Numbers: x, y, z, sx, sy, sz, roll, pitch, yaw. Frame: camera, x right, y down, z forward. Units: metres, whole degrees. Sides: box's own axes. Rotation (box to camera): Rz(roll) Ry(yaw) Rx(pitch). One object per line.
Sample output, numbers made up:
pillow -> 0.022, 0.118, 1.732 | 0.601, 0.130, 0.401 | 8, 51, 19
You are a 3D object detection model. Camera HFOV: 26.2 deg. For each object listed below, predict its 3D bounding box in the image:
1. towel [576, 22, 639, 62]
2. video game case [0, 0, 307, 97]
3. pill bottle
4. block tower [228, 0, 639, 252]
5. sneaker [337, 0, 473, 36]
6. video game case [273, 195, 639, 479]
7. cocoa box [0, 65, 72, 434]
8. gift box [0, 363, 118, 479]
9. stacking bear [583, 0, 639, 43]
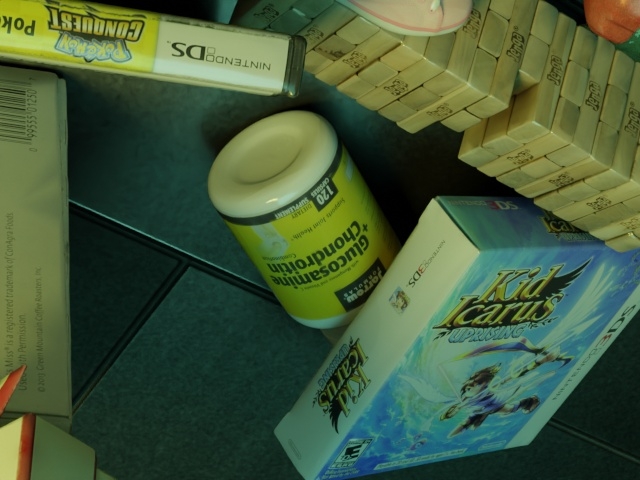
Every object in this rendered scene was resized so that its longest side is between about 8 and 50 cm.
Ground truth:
towel -> 0.238, -0.124, 1.017 | 0.148, 0.027, 0.110 | -13, 130, -1
video game case -> -0.160, -0.121, 0.804 | 0.248, 0.275, 0.035 | 7, 96, -15
pill bottle -> 0.000, 0.000, 1.023 | 0.103, 0.103, 0.184 | -25, 128, 10
block tower -> 0.112, -0.112, 0.922 | 0.335, 0.097, 0.091 | 26, 155, -21
sneaker -> 0.045, -0.163, 0.806 | 0.134, 0.051, 0.070 | 17, 159, -25
video game case -> 0.130, 0.075, 1.062 | 0.269, 0.061, 0.244 | -2, 133, -44
cocoa box -> -0.287, 0.064, 0.865 | 0.231, 0.347, 0.228 | 6, 127, -17
gift box -> -0.146, 0.237, 0.655 | 0.276, 0.255, 0.258 | -33, 131, 20
stacking bear -> 0.084, -0.259, 0.803 | 0.289, 0.164, 0.175 | 17, 148, -9
